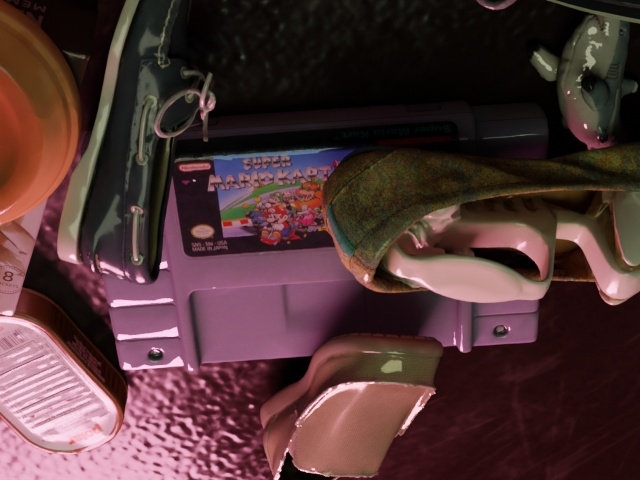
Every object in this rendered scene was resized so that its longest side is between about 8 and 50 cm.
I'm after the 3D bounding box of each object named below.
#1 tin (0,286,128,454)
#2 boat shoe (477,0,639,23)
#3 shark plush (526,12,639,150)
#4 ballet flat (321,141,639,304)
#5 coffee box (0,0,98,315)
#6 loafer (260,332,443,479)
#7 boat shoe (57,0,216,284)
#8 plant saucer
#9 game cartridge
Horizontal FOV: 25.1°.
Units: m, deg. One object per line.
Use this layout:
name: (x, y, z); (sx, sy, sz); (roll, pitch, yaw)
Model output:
tin: (-0.244, 0.116, 1.242); (0.106, 0.040, 0.190); (-22, 127, 20)
boat shoe: (0.111, -0.243, 0.892); (0.500, 0.156, 0.187); (21, 123, -21)
shark plush: (0.221, -0.102, 1.078); (0.067, 0.073, 0.161); (-38, 122, -12)
ballet flat: (0.174, -0.005, 1.052); (0.348, 0.123, 0.123); (0, 130, -14)
coffee box: (-0.258, -0.078, 1.040); (0.141, 0.098, 0.247); (14, 127, -13)
loafer: (0.026, 0.148, 1.186); (0.101, 0.092, 0.268); (4, 156, -20)
boat shoe: (-0.116, -0.090, 1.005); (0.079, 0.095, 0.255); (19, 102, 4)
plant saucer: (-0.260, -0.080, 0.950); (0.199, 0.037, 0.200); (0, 129, 0)
game cartridge: (0.000, 0.000, 1.147); (0.354, 0.068, 0.230); (-4, 133, 0)
